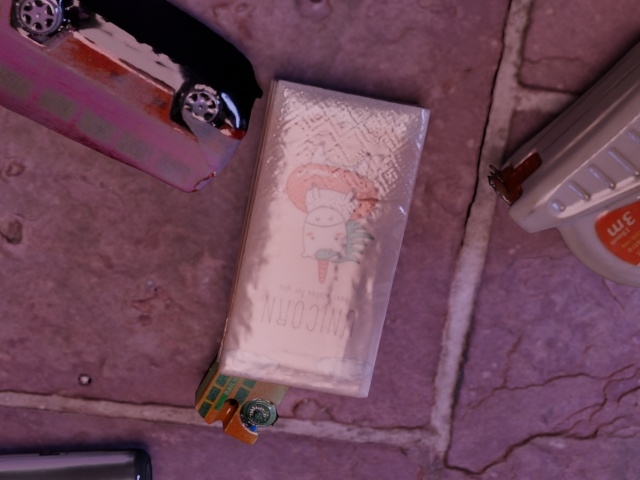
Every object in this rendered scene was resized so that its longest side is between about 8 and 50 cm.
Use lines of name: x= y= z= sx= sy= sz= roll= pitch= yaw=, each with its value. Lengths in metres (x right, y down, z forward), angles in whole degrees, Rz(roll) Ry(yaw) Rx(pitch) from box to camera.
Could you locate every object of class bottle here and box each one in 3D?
bottle: x=-0.334 y=0.300 z=1.546 sx=0.254 sy=0.079 sz=0.096 roll=-4 pitch=156 yaw=1

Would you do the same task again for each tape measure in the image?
tape measure: x=0.349 y=-0.077 z=1.321 sx=0.265 sy=0.130 sz=0.258 roll=37 pitch=111 yaw=-23

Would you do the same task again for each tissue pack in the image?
tissue pack: x=0.000 y=0.000 z=1.348 sx=0.170 sy=0.071 sz=0.325 roll=11 pitch=102 yaw=-7

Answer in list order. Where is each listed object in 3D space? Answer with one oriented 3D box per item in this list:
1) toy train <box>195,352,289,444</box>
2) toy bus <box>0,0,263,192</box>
toy train: x=-0.071 y=0.144 z=1.466 sx=0.099 sy=0.072 sz=0.188 roll=28 pitch=114 yaw=-6
toy bus: x=-0.209 y=-0.174 z=1.268 sx=0.303 sy=0.127 sz=0.147 roll=28 pitch=117 yaw=-13
